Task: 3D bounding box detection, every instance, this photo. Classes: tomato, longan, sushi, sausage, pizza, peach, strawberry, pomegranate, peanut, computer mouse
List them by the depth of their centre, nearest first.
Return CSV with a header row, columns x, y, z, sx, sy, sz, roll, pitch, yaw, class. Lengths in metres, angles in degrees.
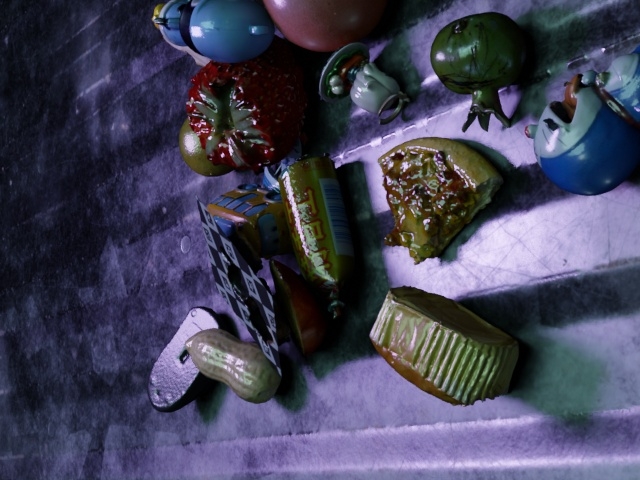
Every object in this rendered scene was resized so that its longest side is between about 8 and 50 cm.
x,y,z,sx,sy,sz,roll,pitch,yaw,class
0.258,-0.273,1.632,0.152,0.131,0.191,1,96,48,pomegranate
0.181,-0.068,1.745,0.289,0.081,0.229,18,102,48,pizza
0.004,-0.486,1.880,0.255,0.224,0.256,-5,79,27,tomato
-0.001,0.001,1.934,0.125,0.117,0.318,-36,60,53,sausage
-0.043,0.115,1.941,0.189,0.068,0.279,61,169,25,peach
-0.137,0.083,1.984,0.292,0.059,0.294,50,158,33,sushi
-0.140,-0.285,2.072,0.261,0.257,0.261,20,127,28,strawberry
-0.178,0.258,2.119,0.256,0.123,0.124,23,105,39,peanut
-0.231,-0.221,2.229,0.145,0.176,0.155,-81,-21,-72,longan
-0.291,0.276,2.291,0.137,0.086,0.270,43,105,31,computer mouse

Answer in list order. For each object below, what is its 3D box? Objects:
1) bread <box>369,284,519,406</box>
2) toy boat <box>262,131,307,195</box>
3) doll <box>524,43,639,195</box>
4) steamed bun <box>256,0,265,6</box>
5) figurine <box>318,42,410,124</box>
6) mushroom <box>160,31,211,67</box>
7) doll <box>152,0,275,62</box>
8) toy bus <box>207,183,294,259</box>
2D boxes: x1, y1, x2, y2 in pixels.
x,y,z,sx,sy,sz,roll,pitch,yaw,class
0.196,0.173,1.635,0.250,0.179,0.133,29,102,40,bread
-0.065,-0.149,2.102,0.149,0.034,0.105,-36,57,29,toy boat
0.411,-0.180,1.413,0.257,0.161,0.215,-52,22,21,doll
-0.123,-0.597,2.066,0.283,0.177,0.283,-51,24,34,steamed bun
0.088,-0.276,1.862,0.153,0.132,0.132,41,119,28,figurine
-0.243,-0.475,2.278,0.285,0.156,0.151,30,82,47,mushroom
-0.206,-0.426,1.969,0.314,0.177,0.141,21,114,44,doll
-0.143,-0.033,2.073,0.209,0.136,0.126,19,123,49,toy bus
